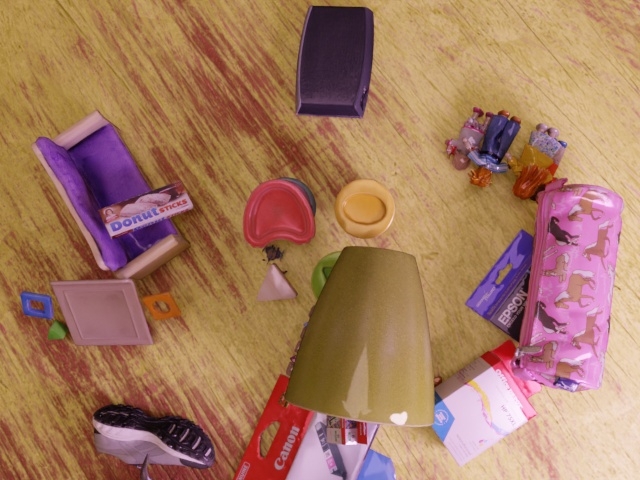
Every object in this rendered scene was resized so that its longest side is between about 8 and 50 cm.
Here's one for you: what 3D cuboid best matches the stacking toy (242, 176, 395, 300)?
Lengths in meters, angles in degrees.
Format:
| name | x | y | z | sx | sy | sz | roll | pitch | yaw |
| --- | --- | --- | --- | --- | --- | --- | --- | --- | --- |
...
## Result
| name | x | y | z | sx | sy | sz | roll | pitch | yaw |
| --- | --- | --- | --- | --- | --- | --- | --- | --- | --- |
| stacking toy | 0.000 | 0.000 | 1.302 | 0.309 | 0.130 | 0.279 | 5 | 98 | 9 |

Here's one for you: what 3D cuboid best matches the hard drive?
| name | x | y | z | sx | sy | sz | roll | pitch | yaw |
| --- | --- | --- | --- | --- | --- | --- | --- | --- | --- |
| hard drive | 0.030 | -0.405 | 1.371 | 0.172 | 0.054 | 0.254 | 5 | 83 | 9 |

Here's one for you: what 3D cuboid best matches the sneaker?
| name | x | y | z | sx | sy | sz | roll | pitch | yaw |
| --- | --- | --- | --- | --- | --- | --- | --- | --- | --- |
| sneaker | -0.353 | 0.433 | 1.298 | 0.272 | 0.100 | 0.107 | 14 | 106 | 8 |

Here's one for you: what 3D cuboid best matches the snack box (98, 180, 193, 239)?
| name | x | y | z | sx | sy | sz | roll | pitch | yaw |
| --- | --- | --- | --- | --- | --- | --- | --- | --- | --- |
| snack box | -0.360 | -0.064 | 1.267 | 0.178 | 0.022 | 0.064 | -24 | 78 | -23 |

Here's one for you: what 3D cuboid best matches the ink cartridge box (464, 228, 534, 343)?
| name | x | y | z | sx | sy | sz | roll | pitch | yaw |
| --- | --- | --- | --- | --- | --- | --- | --- | --- | --- |
| ink cartridge box | 0.441 | 0.112 | 1.251 | 0.208 | 0.045 | 0.206 | 36 | 88 | 12 |

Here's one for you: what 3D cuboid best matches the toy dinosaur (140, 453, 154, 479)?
| name | x | y | z | sx | sy | sz | roll | pitch | yaw |
| --- | --- | --- | --- | --- | --- | --- | --- | --- | --- |
| toy dinosaur | -0.317 | 0.592 | 1.263 | 0.161 | 0.121 | 0.313 | -3 | 81 | -3 |

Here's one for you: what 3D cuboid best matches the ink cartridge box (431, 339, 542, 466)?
| name | x | y | z | sx | sy | sz | roll | pitch | yaw |
| --- | --- | --- | --- | --- | --- | --- | --- | --- | --- |
| ink cartridge box | 0.324 | 0.316 | 1.206 | 0.231 | 0.078 | 0.134 | -35 | 95 | 0 |

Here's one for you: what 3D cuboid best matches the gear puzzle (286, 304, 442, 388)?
| name | x | y | z | sx | sy | sz | roll | pitch | yaw |
| --- | --- | --- | --- | --- | --- | --- | --- | --- | --- |
| gear puzzle | 0.112 | 0.263 | 1.280 | 0.339 | 0.044 | 0.175 | 21 | 84 | 7 |

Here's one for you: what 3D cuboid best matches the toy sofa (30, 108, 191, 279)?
| name | x | y | z | sx | sy | sz | roll | pitch | yaw |
| --- | --- | --- | --- | --- | --- | --- | --- | --- | --- |
| toy sofa | -0.452 | -0.099 | 1.333 | 0.150 | 0.177 | 0.362 | -33 | 79 | 1 |

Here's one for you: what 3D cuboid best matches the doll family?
| name | x | y | z | sx | sy | sz | roll | pitch | yaw |
| --- | --- | --- | --- | --- | --- | --- | --- | --- | --- |
| doll family | 0.384 | -0.173 | 1.259 | 0.263 | 0.118 | 0.163 | 24 | 86 | 10 |

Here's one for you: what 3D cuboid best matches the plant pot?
| name | x | y | z | sx | sy | sz | roll | pitch | yaw |
| --- | --- | --- | --- | --- | --- | --- | --- | --- | --- |
| plant pot | 0.091 | 0.165 | 1.133 | 0.275 | 0.275 | 0.293 | 8 | 82 | 9 |

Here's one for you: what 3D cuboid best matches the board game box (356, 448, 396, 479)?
| name | x | y | z | sx | sy | sz | roll | pitch | yaw |
| --- | --- | --- | --- | --- | --- | --- | --- | --- | --- |
| board game box | 0.072 | 0.485 | 1.255 | 0.169 | 0.033 | 0.133 | 20 | 84 | 19 |

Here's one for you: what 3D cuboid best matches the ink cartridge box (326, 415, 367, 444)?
| name | x | y | z | sx | sy | sz | roll | pitch | yaw |
| --- | --- | --- | --- | --- | --- | --- | --- | --- | --- |
| ink cartridge box | 0.048 | 0.353 | 1.157 | 0.029 | 0.115 | 0.062 | 5 | 75 | -25 |

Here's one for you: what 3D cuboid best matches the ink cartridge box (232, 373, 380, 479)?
| name | x | y | z | sx | sy | sz | roll | pitch | yaw |
| --- | --- | --- | --- | --- | --- | --- | --- | --- | --- |
| ink cartridge box | -0.041 | 0.443 | 1.245 | 0.239 | 0.060 | 0.275 | 23 | 84 | 17 |

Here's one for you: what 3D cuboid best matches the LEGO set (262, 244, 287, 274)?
| name | x | y | z | sx | sy | sz | roll | pitch | yaw |
| --- | --- | --- | --- | --- | --- | --- | --- | --- | --- |
| LEGO set | -0.101 | 0.040 | 1.348 | 0.054 | 0.023 | 0.083 | -7 | 95 | 9 |

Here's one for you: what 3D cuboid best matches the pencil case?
| name | x | y | z | sx | sy | sz | roll | pitch | yaw |
| --- | --- | --- | --- | --- | --- | --- | --- | --- | --- |
| pencil case | 0.464 | 0.084 | 1.149 | 0.160 | 0.167 | 0.385 | 7 | 81 | 31 |

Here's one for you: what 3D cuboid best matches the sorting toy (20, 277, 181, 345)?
| name | x | y | z | sx | sy | sz | roll | pitch | yaw |
| --- | --- | --- | --- | --- | --- | --- | --- | --- | --- |
| sorting toy | -0.464 | 0.150 | 1.323 | 0.348 | 0.047 | 0.195 | -2 | 125 | 8 |
